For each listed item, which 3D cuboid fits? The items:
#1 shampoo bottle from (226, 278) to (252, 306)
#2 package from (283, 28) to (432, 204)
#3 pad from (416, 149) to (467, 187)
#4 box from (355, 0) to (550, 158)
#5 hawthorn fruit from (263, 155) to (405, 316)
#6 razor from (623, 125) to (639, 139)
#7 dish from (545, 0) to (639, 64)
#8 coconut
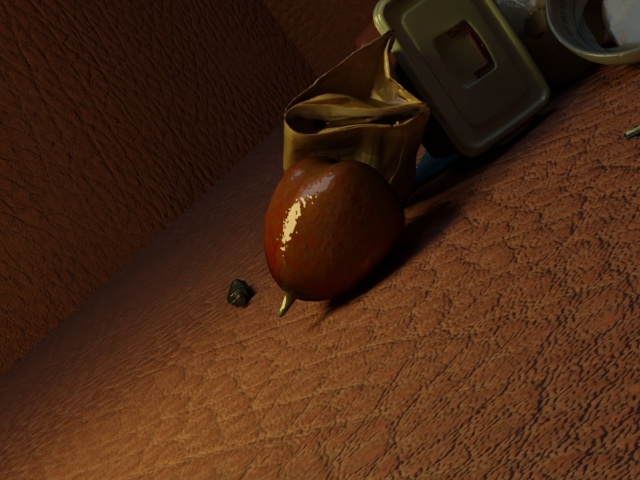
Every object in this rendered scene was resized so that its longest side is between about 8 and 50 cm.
[{"bbox_3d":[-0.144,0.094,1.958,0.048,0.027,0.137,-28,11,-2],"label":"shampoo bottle"},{"bbox_3d":[0.067,-0.144,1.669,0.221,0.165,0.311,-39,-12,-13],"label":"package"},{"bbox_3d":[0.273,-0.192,1.909,0.269,0.012,0.269,-31,12,25],"label":"pad"},{"bbox_3d":[0.199,-0.275,1.737,0.193,0.294,0.167,-35,5,-15],"label":"box"},{"bbox_3d":[0.000,0.000,1.545,0.251,0.199,0.199,-57,18,-20],"label":"hawthorn fruit"},{"bbox_3d":[0.401,-0.156,1.319,0.044,0.028,0.154,-28,15,37],"label":"razor"},{"bbox_3d":[0.487,-0.362,1.644,0.273,0.134,0.273,-20,55,31],"label":"dish"},{"bbox_3d":[0.363,-0.367,1.818,0.241,0.241,0.241,-35,11,8],"label":"coconut"}]
